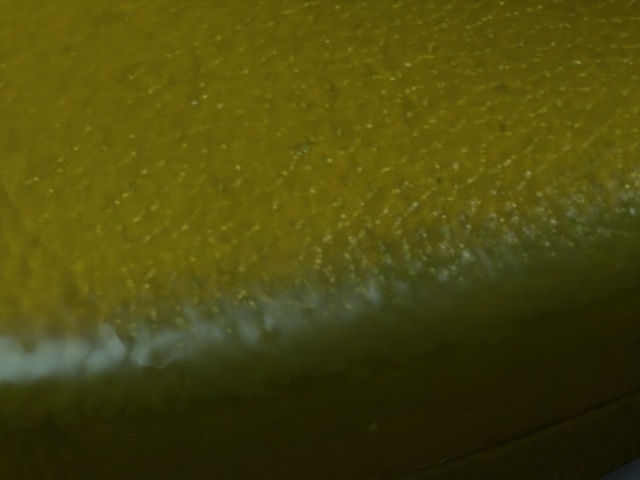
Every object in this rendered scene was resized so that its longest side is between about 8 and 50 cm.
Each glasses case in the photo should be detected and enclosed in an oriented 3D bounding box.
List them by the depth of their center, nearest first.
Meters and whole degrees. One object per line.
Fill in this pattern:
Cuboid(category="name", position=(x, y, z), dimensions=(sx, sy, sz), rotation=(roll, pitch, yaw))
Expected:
Cuboid(category="glasses case", position=(0.000, 0.000, 0.459), dimensions=(0.371, 0.141, 0.173), rotation=(-15, 53, -17))
